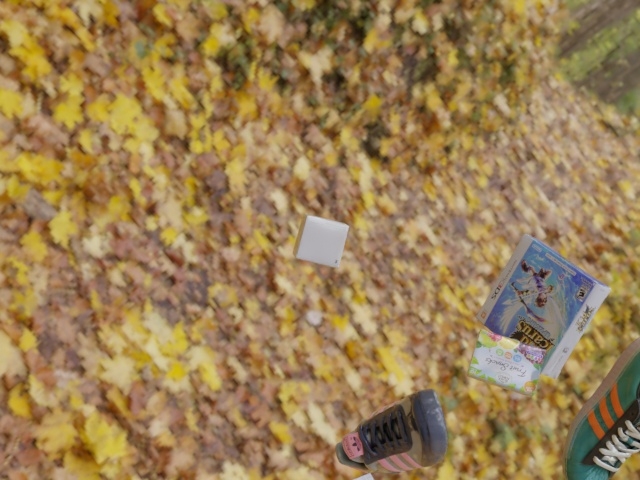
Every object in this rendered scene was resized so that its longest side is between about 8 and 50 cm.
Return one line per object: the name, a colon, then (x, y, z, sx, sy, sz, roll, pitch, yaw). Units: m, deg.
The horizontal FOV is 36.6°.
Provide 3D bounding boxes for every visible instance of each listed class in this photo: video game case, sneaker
video game case: (0.514, 0.150, 2.273, 0.061, 0.244, 0.269, 19, 14, -34)
sneaker: (0.524, 0.311, 1.658, 0.108, 0.302, 0.121, 27, 4, -20)
sneaker: (0.107, 0.312, 1.510, 0.131, 0.319, 0.112, -7, 67, -12)

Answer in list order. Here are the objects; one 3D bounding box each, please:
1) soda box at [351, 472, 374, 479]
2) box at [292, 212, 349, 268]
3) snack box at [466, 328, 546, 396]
soda box: (0.012, 0.392, 1.380, 0.183, 0.058, 0.063, -7, 61, -47)
box: (0.000, 0.000, 2.154, 0.101, 0.102, 0.087, 14, 4, -7)
snack box: (0.382, 0.253, 1.995, 0.141, 0.100, 0.037, 17, -14, 5)
